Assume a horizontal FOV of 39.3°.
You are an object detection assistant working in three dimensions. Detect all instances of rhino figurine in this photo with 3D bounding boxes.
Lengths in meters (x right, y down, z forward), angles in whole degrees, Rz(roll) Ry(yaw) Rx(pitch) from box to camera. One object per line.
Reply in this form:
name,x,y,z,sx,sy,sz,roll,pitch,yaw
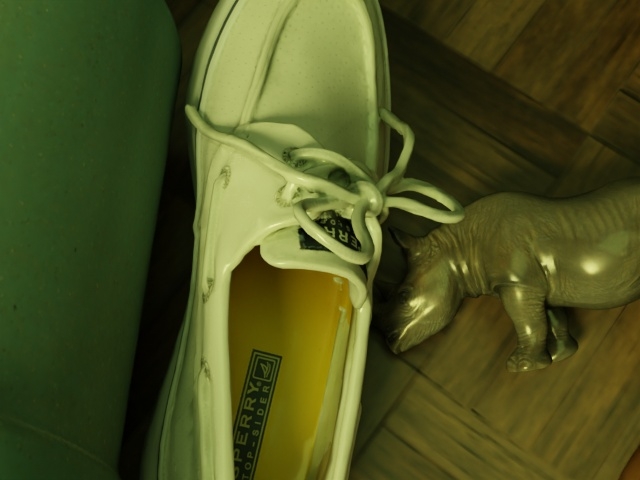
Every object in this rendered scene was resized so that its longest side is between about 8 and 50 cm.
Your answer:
rhino figurine,0.129,0.021,0.534,0.243,0.073,0.106,-6,86,18

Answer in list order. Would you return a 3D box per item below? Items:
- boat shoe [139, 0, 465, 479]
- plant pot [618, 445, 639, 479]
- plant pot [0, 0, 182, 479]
boat shoe,-0.008,-0.001,0.473,0.135,0.156,0.367,17,80,-27
plant pot,0.294,0.183,0.412,0.290,0.203,0.291,-1,72,3
plant pot,-0.227,0.011,0.445,0.341,0.341,0.334,7,64,5
